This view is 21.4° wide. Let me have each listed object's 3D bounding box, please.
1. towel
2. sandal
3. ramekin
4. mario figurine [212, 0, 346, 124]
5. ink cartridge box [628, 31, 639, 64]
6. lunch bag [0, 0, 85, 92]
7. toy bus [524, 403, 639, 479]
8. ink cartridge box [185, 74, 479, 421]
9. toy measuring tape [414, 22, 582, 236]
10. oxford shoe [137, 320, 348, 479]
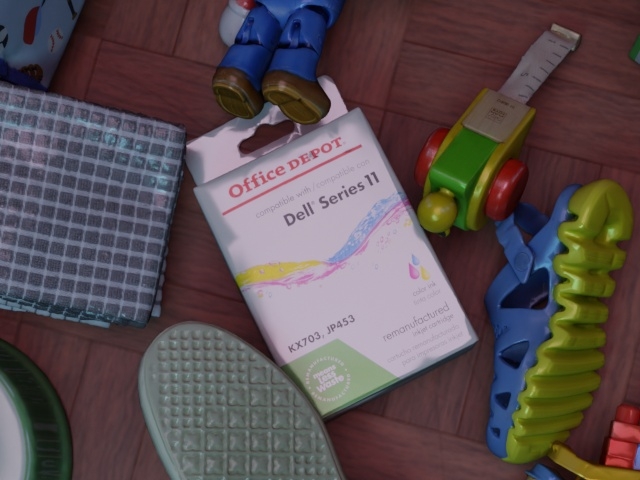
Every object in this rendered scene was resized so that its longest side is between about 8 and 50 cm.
[{"bbox_3d":[-0.286,-0.040,1.796,0.283,0.121,0.235,11,79,-15],"label":"towel"},{"bbox_3d":[0.234,0.082,1.819,0.138,0.126,0.317,15,89,40],"label":"sandal"},{"bbox_3d":[-0.423,0.233,1.786,0.303,0.148,0.303,0,82,2],"label":"ramekin"},{"bbox_3d":[0.004,-0.270,1.857,0.198,0.170,0.321,22,72,-2],"label":"mario figurine"},{"bbox_3d":[0.466,-0.293,1.812,0.114,0.198,0.273,38,84,8],"label":"ink cartridge box"},{"bbox_3d":[-0.441,-0.374,1.842,0.385,0.239,0.328,21,83,21],"label":"lunch bag"},{"bbox_3d":[0.282,0.271,1.752,0.220,0.149,0.211,9,87,5],"label":"toy bus"},{"bbox_3d":[0.000,0.000,1.823,0.207,0.119,0.353,-27,81,-1],"label":"ink cartridge box"},{"bbox_3d":[0.191,-0.107,1.831,0.121,0.121,0.330,35,52,6],"label":"toy measuring tape"},{"bbox_3d":[-0.032,0.277,1.720,0.169,0.130,0.449,-42,94,-19],"label":"oxford shoe"}]
